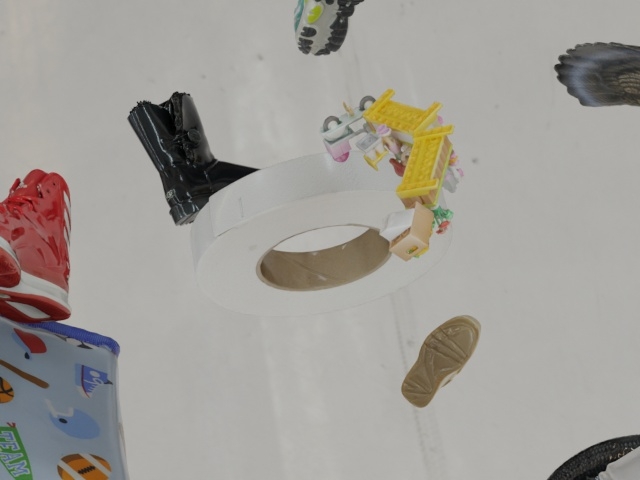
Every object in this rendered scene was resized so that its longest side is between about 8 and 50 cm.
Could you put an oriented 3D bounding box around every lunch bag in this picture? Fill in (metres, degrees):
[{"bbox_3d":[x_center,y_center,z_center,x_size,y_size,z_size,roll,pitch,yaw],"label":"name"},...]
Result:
[{"bbox_3d":[-0.317,0.294,1.008,0.385,0.239,0.328,-62,22,14],"label":"lunch bag"}]

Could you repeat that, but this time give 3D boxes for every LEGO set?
[{"bbox_3d":[0.105,-0.066,1.235,0.132,0.107,0.287,-32,36,3],"label":"LEGO set"}]

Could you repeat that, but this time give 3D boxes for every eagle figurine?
[{"bbox_3d":[0.441,-0.155,1.304,0.225,0.226,0.298,-34,58,7],"label":"eagle figurine"}]

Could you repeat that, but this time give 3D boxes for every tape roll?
[{"bbox_3d":[0.000,0.000,1.671,0.392,0.392,0.072,-19,62,15],"label":"tape roll"}]

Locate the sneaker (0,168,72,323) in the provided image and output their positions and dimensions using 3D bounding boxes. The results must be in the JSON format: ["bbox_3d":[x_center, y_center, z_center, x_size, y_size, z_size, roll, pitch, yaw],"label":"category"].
[{"bbox_3d":[-0.282,-0.018,0.981,0.087,0.221,0.128,-5,66,8],"label":"sneaker"}]

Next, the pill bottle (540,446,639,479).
[{"bbox_3d":[0.154,0.295,0.858,0.318,0.176,0.176,-35,66,5],"label":"pill bottle"}]

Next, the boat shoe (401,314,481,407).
[{"bbox_3d":[0.165,0.152,1.509,0.063,0.059,0.170,41,129,9],"label":"boat shoe"}]

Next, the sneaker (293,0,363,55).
[{"bbox_3d":[0.013,-0.420,1.825,0.107,0.275,0.110,2,57,-25],"label":"sneaker"}]

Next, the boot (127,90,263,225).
[{"bbox_3d":[-0.175,-0.142,1.813,0.094,0.246,0.207,-32,76,45],"label":"boot"}]

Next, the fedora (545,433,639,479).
[{"bbox_3d":[0.365,0.332,1.131,0.334,0.152,0.334,9,102,42],"label":"fedora"}]
